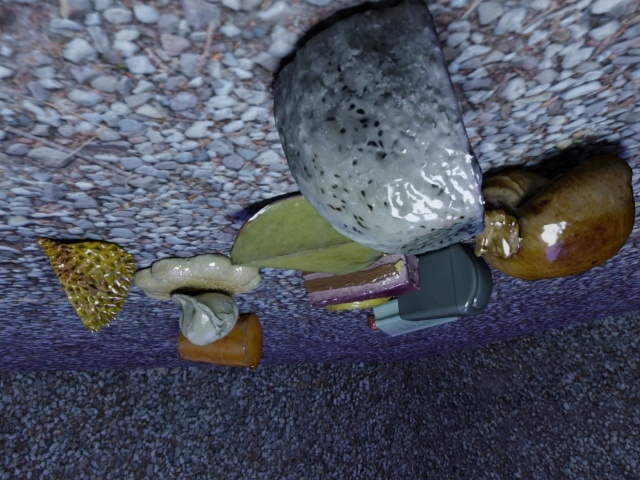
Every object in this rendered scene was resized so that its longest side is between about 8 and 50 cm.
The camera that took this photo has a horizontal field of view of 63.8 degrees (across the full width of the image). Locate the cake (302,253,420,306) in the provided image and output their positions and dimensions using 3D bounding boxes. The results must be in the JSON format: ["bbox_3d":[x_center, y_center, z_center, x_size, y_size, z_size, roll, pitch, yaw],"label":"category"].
[{"bbox_3d":[0.100,0.084,1.254,0.295,0.116,0.113,-11,156,6],"label":"cake"}]

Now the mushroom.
[{"bbox_3d":[0.392,-0.031,0.888,0.283,0.195,0.263,-4,166,-6],"label":"mushroom"}]

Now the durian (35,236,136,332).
[{"bbox_3d":[-0.474,0.103,1.091,0.153,0.186,0.260,2,173,-4],"label":"durian"}]

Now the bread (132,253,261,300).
[{"bbox_3d":[-0.298,0.104,1.281,0.316,0.054,0.316,-5,159,-2],"label":"bread"}]

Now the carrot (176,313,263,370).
[{"bbox_3d":[-0.347,0.355,1.798,0.254,0.196,0.196,-2,161,9],"label":"carrot"}]

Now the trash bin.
[{"bbox_3d":[0.308,0.110,1.293,0.236,0.177,0.101,-19,158,40],"label":"trash bin"}]

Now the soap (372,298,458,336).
[{"bbox_3d":[0.327,0.249,1.767,0.261,0.094,0.150,-19,151,25],"label":"soap"}]

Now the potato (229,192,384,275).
[{"bbox_3d":[0.000,0.000,0.993,0.269,0.112,0.255,-9,165,16],"label":"potato"}]

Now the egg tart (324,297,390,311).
[{"bbox_3d":[0.098,0.145,1.455,0.212,0.090,0.212,-5,163,-2],"label":"egg tart"}]

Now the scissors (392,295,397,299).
[{"bbox_3d":[0.343,0.232,1.870,0.160,0.024,0.317,-19,155,34],"label":"scissors"}]

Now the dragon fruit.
[{"bbox_3d":[0.067,-0.089,0.602,0.204,0.221,0.283,-17,161,14],"label":"dragon fruit"}]

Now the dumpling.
[{"bbox_3d":[-0.295,0.181,1.271,0.172,0.142,0.247,32,162,-1],"label":"dumpling"}]

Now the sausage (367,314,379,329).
[{"bbox_3d":[0.263,0.327,2.055,0.154,0.062,0.062,1,160,-17],"label":"sausage"}]
